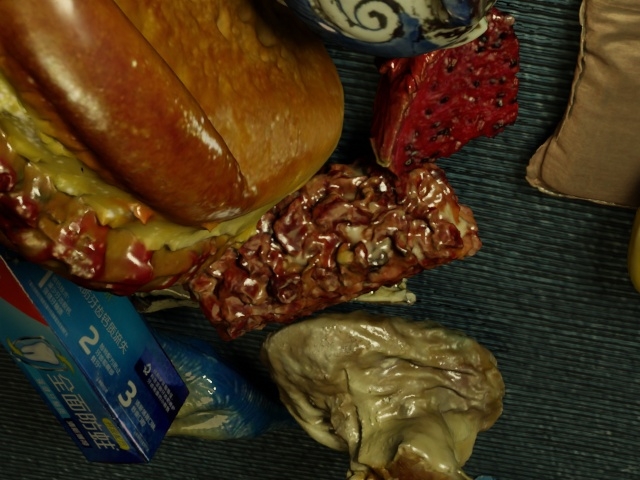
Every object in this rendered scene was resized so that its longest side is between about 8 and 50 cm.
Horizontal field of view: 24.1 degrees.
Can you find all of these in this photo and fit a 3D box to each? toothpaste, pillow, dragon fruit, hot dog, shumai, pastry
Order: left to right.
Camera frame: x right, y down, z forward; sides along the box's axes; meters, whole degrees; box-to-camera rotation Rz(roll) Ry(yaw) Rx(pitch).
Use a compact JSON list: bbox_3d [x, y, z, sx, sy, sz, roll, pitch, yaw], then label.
[{"bbox_3d":[-0.202,0.027,1.066,0.066,0.076,0.320,-4,129,34],"label":"toothpaste"},{"bbox_3d":[-0.146,-0.110,0.824,0.185,0.223,0.405,-19,135,26],"label":"hot dog"},{"bbox_3d":[-0.001,0.000,1.016,0.208,0.115,0.097,-19,93,18],"label":"pastry"},{"bbox_3d":[0.051,0.137,1.130,0.161,0.153,0.209,-23,149,29],"label":"shumai"},{"bbox_3d":[0.067,-0.114,0.931,0.097,0.063,0.131,-20,138,-12],"label":"dragon fruit"},{"bbox_3d":[0.213,-0.090,0.935,0.135,0.034,0.211,10,140,0],"label":"pillow"}]

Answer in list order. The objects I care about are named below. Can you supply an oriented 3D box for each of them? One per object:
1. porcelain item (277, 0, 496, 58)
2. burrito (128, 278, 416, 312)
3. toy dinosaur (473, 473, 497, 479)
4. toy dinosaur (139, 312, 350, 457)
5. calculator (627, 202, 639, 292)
[{"bbox_3d":[0.007,-0.216,0.736,0.186,0.138,0.288,10,142,15],"label":"porcelain item"},{"bbox_3d":[-0.042,0.022,1.104,0.229,0.058,0.063,-2,145,16],"label":"burrito"},{"bbox_3d":[0.167,0.304,1.373,0.076,0.144,0.329,5,155,-3],"label":"toy dinosaur"},{"bbox_3d":[-0.063,0.112,1.229,0.188,0.075,0.248,-8,134,6],"label":"toy dinosaur"},{"bbox_3d":[0.277,-0.011,0.991,0.146,0.032,0.235,-13,145,-2],"label":"calculator"}]
